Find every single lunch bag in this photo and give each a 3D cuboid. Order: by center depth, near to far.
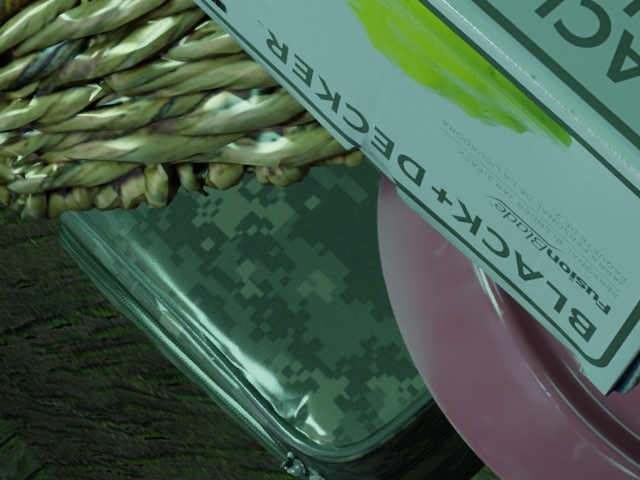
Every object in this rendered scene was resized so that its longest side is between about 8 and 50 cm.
[{"bbox_3d":[0.000,0.000,1.038,0.305,0.212,0.256,44,174,17],"label":"lunch bag"}]

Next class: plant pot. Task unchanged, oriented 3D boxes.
[{"bbox_3d":[0.150,-0.016,0.622,0.201,0.201,0.180,51,139,-4],"label":"plant pot"}]

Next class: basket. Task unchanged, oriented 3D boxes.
[{"bbox_3d":[-0.059,-0.184,0.653,0.213,0.299,0.223,-8,130,20],"label":"basket"}]

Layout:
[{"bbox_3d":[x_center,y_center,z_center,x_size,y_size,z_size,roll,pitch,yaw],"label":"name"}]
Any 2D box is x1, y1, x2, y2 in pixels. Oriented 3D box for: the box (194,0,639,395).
[{"bbox_3d":[0.118,-0.119,0.480,0.169,0.290,0.087,45,158,14],"label":"box"}]
